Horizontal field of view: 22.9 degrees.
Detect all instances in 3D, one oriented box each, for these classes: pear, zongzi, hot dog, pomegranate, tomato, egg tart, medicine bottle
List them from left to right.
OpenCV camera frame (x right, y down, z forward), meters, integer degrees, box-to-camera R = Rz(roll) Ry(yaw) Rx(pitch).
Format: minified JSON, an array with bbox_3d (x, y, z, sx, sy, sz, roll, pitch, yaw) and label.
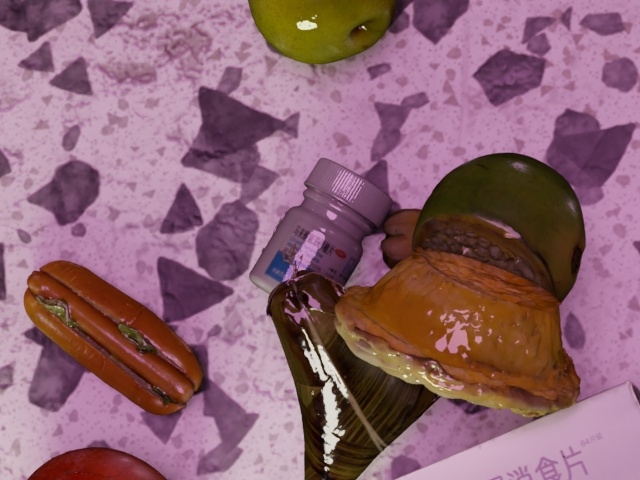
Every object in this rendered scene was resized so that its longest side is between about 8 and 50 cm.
[{"bbox_3d":[-0.251,0.335,1.757,0.208,0.184,0.208,-2,78,9],"label":"tomato"},{"bbox_3d":[-0.246,0.112,1.856,0.249,0.068,0.100,35,87,13],"label":"hot dog"},{"bbox_3d":[-0.015,0.172,1.747,0.247,0.111,0.241,40,92,-25],"label":"zongzi"},{"bbox_3d":[-0.010,-0.311,1.861,0.180,0.166,0.216,-46,56,12],"label":"pear"},{"bbox_3d":[0.000,0.000,1.821,0.105,0.105,0.168,30,85,12],"label":"medicine bottle"},{"bbox_3d":[0.147,0.088,1.617,0.288,0.288,0.118,23,105,12],"label":"egg tart"},{"bbox_3d":[0.195,-0.004,1.778,0.190,0.241,0.159,40,52,-9],"label":"pomegranate"}]

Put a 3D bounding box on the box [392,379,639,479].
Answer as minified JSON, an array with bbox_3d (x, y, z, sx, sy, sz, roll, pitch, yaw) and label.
[{"bbox_3d":[0.221,0.277,1.702,0.333,0.173,0.145,-24,80,3],"label":"box"}]
